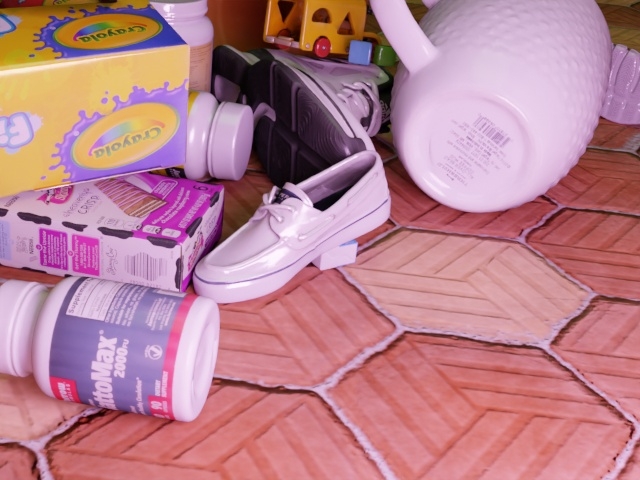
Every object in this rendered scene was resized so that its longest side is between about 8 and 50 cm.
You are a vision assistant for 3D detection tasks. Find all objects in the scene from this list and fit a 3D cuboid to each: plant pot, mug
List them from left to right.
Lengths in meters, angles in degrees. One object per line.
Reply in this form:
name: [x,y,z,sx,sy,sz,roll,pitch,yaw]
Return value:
plant pot: [-0.055,-0.411,1.728,0.204,0.290,0.291,4,20,-47]
mug: [0.197,-0.223,1.301,0.374,0.276,0.328,48,35,-12]

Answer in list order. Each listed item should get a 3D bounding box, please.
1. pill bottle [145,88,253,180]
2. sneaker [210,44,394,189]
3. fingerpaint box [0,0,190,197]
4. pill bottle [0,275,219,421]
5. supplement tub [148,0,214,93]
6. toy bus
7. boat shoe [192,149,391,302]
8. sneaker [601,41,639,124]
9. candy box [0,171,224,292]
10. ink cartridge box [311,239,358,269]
pill bottle: [-0.200,-0.143,1.296,0.209,0.119,0.119,10,27,8]
sneaker: [0.031,-0.183,1.371,0.258,0.169,0.447,-8,27,-22]
fingerpaint box: [-0.420,-0.203,1.106,0.445,0.163,0.371,-13,41,-26]
pill bottle: [-0.185,0.087,0.849,0.180,0.107,0.108,9,26,6]
supplement tub: [-0.226,-0.253,1.420,0.144,0.199,0.144,5,26,-2]
toy bus: [0.019,-0.318,1.436,0.191,0.104,0.202,8,14,1]
boat shoe: [-0.033,-0.023,1.083,0.258,0.084,0.095,-32,41,-31]
sneaker: [0.592,-0.258,1.726,0.321,0.124,0.180,31,30,22]
candy box: [-0.239,-0.022,1.097,0.234,0.071,0.159,9,27,7]
ink cartridge box: [0.000,0.000,1.152,0.048,0.028,0.083,-11,32,-29]
